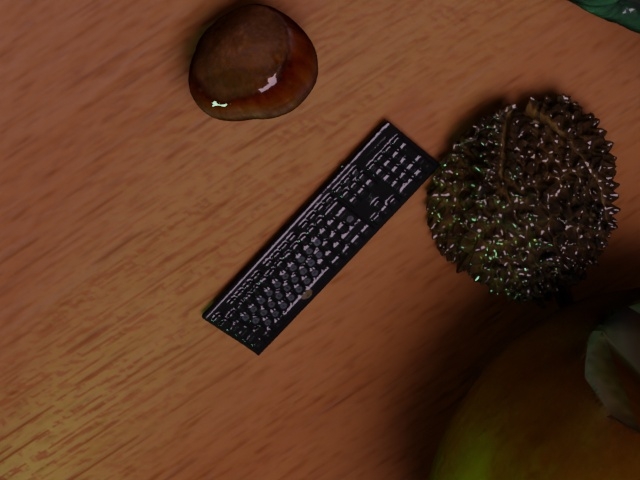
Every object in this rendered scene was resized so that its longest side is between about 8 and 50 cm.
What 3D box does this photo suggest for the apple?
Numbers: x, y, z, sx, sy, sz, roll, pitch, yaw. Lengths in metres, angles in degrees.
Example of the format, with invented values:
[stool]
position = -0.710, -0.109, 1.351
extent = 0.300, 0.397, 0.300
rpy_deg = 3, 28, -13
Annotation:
[apple]
position = 0.256, 0.200, 1.220
extent = 0.384, 0.374, 0.374
rpy_deg = -30, 130, -40

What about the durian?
[durian]
position = 0.161, -0.010, 1.208
extent = 0.148, 0.091, 0.188
rpy_deg = -25, 128, -2

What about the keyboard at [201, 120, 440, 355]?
[keyboard]
position = 0.000, 0.000, 1.210
extent = 0.064, 0.010, 0.198
rpy_deg = 37, 102, -33

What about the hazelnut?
[hazelnut]
position = -0.043, -0.115, 1.098
extent = 0.086, 0.086, 0.086
rpy_deg = -8, 120, -14

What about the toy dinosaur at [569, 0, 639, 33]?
[toy dinosaur]
position = 0.199, -0.205, 1.123
extent = 0.292, 0.079, 0.120
rpy_deg = 26, 113, -26
